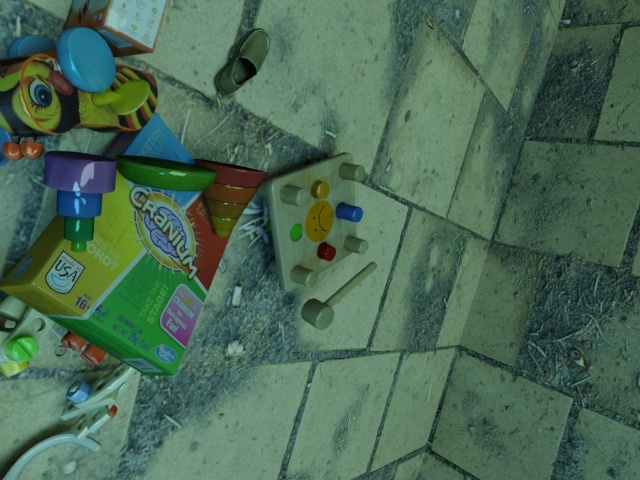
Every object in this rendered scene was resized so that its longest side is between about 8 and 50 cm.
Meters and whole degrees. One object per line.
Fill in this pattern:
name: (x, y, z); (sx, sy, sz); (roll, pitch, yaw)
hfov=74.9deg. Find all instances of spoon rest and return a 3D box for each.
spoon rest: (-0.467, 0.400, 0.616); (0.084, 0.137, 0.276); (45, 54, -4)

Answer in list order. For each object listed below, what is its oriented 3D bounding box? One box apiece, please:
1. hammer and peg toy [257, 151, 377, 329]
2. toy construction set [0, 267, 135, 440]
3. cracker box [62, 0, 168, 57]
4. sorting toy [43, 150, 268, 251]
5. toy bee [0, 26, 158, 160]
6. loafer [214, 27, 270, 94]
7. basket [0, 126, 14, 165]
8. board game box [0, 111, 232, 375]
hammer and peg toy: (0.000, 0.000, 0.959); (0.266, 0.127, 0.362); (-29, 124, -40)
toy construction set: (-0.357, 0.150, 0.605); (0.215, 0.151, 0.328); (-69, 154, -42)
cracker box: (-0.245, -0.363, 0.537); (0.067, 0.155, 0.232); (16, 91, -49)
sorting toy: (-0.202, -0.049, 0.585); (0.365, 0.127, 0.126); (-21, 124, -67)
toy bee: (-0.321, -0.168, 0.494); (0.298, 0.195, 0.162); (3, 89, -52)
loafer: (-0.130, -0.323, 0.756); (0.056, 0.050, 0.148); (43, 72, -46)
basket: (-0.460, -0.133, 0.366); (0.289, 0.201, 0.255); (-66, 148, -51)
board game box: (-0.256, 0.002, 0.625); (0.242, 0.064, 0.317); (56, 35, -42)
